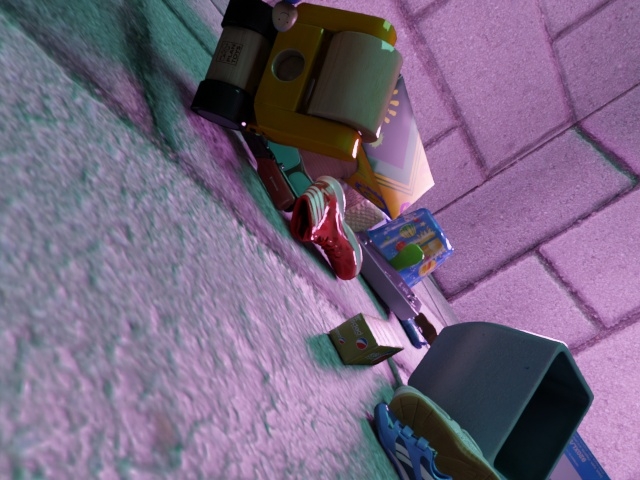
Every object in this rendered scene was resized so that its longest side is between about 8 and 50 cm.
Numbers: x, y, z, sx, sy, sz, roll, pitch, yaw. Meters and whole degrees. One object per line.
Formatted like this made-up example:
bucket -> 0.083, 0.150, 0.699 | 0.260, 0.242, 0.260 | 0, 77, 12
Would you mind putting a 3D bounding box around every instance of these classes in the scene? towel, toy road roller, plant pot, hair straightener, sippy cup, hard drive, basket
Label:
towel -> 0.241, 0.230, 1.446 | 0.067, 0.029, 0.119 | 35, 24, -59
toy road roller -> -0.027, -0.248, 0.907 | 0.330, 0.202, 0.241 | 18, -3, 19
plant pot -> 0.321, 0.299, 1.038 | 0.252, 0.247, 0.247 | 23, -18, 50
hair straightener -> -0.107, -0.149, 1.038 | 0.230, 0.047, 0.089 | 55, 10, 14
sippy cup -> 0.266, 0.024, 1.623 | 0.240, 0.224, 0.305 | 48, 15, -35
plant pot -> -0.028, -0.221, 1.285 | 0.237, 0.110, 0.237 | 48, -9, 10
hard drive -> 0.161, 0.088, 1.389 | 0.254, 0.054, 0.172 | 52, 13, 6
basket -> 0.101, -0.103, 1.580 | 0.167, 0.113, 0.103 | 40, 24, -55

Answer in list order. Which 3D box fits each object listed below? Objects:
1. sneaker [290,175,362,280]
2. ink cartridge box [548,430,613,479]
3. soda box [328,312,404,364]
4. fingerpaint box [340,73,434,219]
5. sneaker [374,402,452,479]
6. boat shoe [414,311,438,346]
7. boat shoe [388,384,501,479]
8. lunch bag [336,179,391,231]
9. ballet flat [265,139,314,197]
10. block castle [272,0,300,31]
sneaker -> 0.000, 0.000, 1.026 | 0.128, 0.087, 0.221 | -38, 118, -42
ink cartridge box -> 0.517, 0.552, 1.195 | 0.171, 0.233, 0.168 | 44, 15, -47
soda box -> 0.079, 0.163, 0.878 | 0.058, 0.061, 0.181 | 62, 12, 22
fingerpaint box -> 0.056, -0.313, 1.386 | 0.445, 0.163, 0.371 | 42, -10, 40
sneaker -> 0.124, 0.284, 0.741 | 0.144, 0.059, 0.053 | 59, 14, 16
boat shoe -> 0.332, 0.275, 1.644 | 0.045, 0.050, 0.135 | 41, 19, -37
boat shoe -> 0.208, 0.339, 0.841 | 0.277, 0.098, 0.096 | 56, 12, 1
lunch bag -> 0.104, -0.173, 1.784 | 0.303, 0.115, 0.243 | 49, 11, -37
ballet flat -> -0.061, -0.136, 1.153 | 0.213, 0.072, 0.068 | 62, -15, 21
block castle -> -0.186, -0.438, 0.682 | 0.454, 0.212, 0.303 | 18, 26, -6
